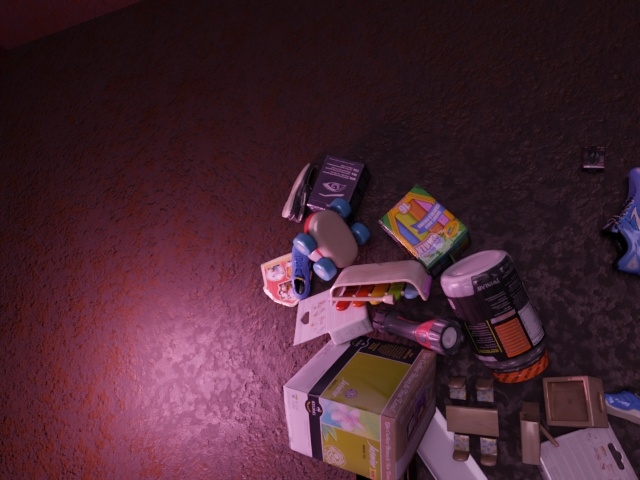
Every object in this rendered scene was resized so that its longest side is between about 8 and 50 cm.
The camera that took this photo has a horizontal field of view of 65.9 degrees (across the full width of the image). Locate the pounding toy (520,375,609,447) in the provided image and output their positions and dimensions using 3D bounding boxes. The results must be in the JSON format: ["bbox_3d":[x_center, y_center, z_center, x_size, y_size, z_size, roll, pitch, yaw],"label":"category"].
[{"bbox_3d":[0.670,0.476,1.364,0.206,0.094,0.181,-24,56,50],"label":"pounding toy"}]

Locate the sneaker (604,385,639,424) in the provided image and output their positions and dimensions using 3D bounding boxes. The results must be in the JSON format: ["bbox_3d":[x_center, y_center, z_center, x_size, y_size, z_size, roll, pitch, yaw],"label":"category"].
[{"bbox_3d":[0.818,0.433,1.353,0.152,0.058,0.084,14,53,43],"label":"sneaker"}]

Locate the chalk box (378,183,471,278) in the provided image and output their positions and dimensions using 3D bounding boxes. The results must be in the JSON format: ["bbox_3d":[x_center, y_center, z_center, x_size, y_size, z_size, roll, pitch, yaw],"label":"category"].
[{"bbox_3d":[0.359,-0.004,1.575,0.179,0.180,0.289,-45,67,2],"label":"chalk box"}]

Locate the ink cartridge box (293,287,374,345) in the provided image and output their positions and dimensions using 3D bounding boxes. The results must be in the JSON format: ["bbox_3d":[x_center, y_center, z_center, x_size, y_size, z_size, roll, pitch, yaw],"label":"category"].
[{"bbox_3d":[0.042,0.237,1.575,0.239,0.275,0.060,-25,109,11],"label":"ink cartridge box"}]

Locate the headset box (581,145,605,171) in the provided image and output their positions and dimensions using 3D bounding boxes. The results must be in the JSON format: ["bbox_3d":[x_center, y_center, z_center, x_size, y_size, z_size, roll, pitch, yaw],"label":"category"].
[{"bbox_3d":[0.861,-0.254,1.558,0.062,0.032,0.083,5,74,20],"label":"headset box"}]

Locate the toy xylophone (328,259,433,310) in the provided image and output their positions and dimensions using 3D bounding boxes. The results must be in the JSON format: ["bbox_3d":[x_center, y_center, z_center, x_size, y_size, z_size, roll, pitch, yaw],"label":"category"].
[{"bbox_3d":[0.161,0.143,1.472,0.323,0.236,0.081,-3,115,32],"label":"toy xylophone"}]

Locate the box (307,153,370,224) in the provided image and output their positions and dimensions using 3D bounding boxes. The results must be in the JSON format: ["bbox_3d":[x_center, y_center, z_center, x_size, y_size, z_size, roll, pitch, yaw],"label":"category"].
[{"bbox_3d":[0.067,-0.181,1.765,0.153,0.108,0.207,20,81,22],"label":"box"}]

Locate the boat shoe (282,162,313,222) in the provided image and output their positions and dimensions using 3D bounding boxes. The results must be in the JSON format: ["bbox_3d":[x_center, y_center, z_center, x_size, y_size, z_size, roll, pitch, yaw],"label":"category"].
[{"bbox_3d":[-0.069,-0.178,1.841,0.079,0.084,0.233,23,72,-15],"label":"boat shoe"}]

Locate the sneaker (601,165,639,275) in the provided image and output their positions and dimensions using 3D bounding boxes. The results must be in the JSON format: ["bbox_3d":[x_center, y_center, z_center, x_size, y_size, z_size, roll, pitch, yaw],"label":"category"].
[{"bbox_3d":[0.906,-0.062,1.432,0.147,0.130,0.329,5,76,18],"label":"sneaker"}]

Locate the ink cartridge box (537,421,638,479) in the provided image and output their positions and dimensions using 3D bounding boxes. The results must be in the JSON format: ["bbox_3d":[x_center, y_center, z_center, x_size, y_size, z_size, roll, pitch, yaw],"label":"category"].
[{"bbox_3d":[0.715,0.615,1.344,0.225,0.056,0.180,-16,68,-6],"label":"ink cartridge box"}]

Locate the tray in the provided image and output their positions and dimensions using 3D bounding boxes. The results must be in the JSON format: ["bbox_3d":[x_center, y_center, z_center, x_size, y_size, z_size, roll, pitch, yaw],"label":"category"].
[{"bbox_3d":[0.358,0.628,1.432,0.145,0.030,0.270,-19,61,-32],"label":"tray"}]

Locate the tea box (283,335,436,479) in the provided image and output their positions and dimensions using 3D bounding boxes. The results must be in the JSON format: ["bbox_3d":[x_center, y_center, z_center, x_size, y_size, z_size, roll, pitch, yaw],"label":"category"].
[{"bbox_3d":[0.125,0.446,1.383,0.324,0.329,0.219,6,111,30],"label":"tea box"}]

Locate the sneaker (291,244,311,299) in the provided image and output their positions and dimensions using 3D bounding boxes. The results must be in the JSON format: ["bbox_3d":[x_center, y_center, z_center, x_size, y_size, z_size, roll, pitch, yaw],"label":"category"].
[{"bbox_3d":[-0.068,0.100,1.719,0.069,0.082,0.209,-3,75,3],"label":"sneaker"}]

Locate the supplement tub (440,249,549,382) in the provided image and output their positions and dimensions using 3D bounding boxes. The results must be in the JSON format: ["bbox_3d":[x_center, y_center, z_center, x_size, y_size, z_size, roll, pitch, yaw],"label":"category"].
[{"bbox_3d":[0.496,0.212,1.391,0.207,0.207,0.337,-25,97,10],"label":"supplement tub"}]

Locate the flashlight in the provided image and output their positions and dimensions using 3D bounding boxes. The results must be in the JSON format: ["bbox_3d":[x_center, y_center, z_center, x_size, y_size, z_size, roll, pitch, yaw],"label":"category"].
[{"bbox_3d":[0.287,0.261,1.486,0.103,0.103,0.304,-59,26,-13],"label":"flashlight"}]

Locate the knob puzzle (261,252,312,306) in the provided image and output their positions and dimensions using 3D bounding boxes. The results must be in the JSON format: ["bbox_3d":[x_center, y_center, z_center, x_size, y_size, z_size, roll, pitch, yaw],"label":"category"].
[{"bbox_3d":[-0.121,0.144,1.773,0.213,0.030,0.213,-5,72,17],"label":"knob puzzle"}]

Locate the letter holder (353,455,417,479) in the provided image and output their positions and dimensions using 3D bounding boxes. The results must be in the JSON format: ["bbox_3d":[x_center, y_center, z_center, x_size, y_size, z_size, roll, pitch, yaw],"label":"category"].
[{"bbox_3d":[0.186,0.724,1.389,0.152,0.214,0.301,-6,72,17],"label":"letter holder"}]

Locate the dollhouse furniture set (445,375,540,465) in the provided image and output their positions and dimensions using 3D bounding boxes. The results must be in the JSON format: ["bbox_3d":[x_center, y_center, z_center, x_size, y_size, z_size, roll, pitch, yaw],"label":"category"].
[{"bbox_3d":[0.458,0.498,1.327,0.242,0.161,0.212,-3,91,24],"label":"dollhouse furniture set"}]

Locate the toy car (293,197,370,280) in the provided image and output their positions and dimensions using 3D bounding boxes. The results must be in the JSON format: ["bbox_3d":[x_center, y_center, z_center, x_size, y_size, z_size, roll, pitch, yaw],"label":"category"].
[{"bbox_3d":[0.000,0.000,1.676,0.219,0.238,0.210,-46,108,-24],"label":"toy car"}]
